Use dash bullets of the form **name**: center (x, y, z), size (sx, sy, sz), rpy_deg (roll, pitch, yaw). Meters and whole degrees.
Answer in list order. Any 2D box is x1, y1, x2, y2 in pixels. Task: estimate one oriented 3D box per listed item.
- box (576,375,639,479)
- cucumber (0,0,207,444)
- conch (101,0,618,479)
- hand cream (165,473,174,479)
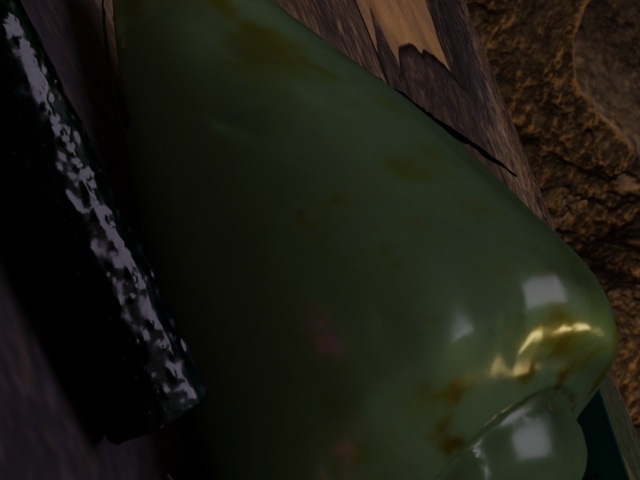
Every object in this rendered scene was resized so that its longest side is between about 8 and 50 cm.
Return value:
- **box**: center (0.145, 0.165, 1.017), size (0.245, 0.092, 0.153), rpy_deg (-101, 164, -52)
- **cucumber**: center (-0.069, -0.013, 0.463), size (0.032, 0.032, 0.133), rpy_deg (-72, 139, -74)
- **conch**: center (0.002, 0.016, 0.595), size (0.143, 0.137, 0.250), rpy_deg (19, 22, -41)
- **hand cream**: center (-0.005, 0.156, 0.419), size (0.235, 0.055, 0.086), rpy_deg (-111, 176, -57)
